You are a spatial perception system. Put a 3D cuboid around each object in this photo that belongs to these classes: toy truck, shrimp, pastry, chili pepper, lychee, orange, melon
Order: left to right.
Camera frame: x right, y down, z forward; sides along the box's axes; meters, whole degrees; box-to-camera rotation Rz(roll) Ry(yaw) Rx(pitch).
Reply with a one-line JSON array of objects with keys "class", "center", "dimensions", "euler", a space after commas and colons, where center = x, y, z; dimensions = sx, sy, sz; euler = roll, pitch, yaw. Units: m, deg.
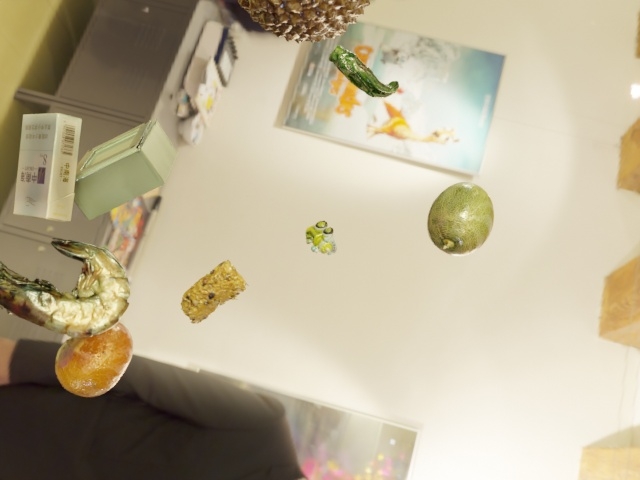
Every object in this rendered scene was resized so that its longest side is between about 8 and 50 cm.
[{"class": "shrimp", "center": [-0.630, 0.091, 1.469], "dimensions": [0.071, 0.364, 0.233], "euler": [123, -10, -65]}, {"class": "orange", "center": [-0.621, 0.313, 1.693], "dimensions": [0.224, 0.170, 0.224], "euler": [-31, -143, 27]}, {"class": "pastry", "center": [-0.208, 0.099, 1.181], "dimensions": [0.080, 0.140, 0.056], "euler": [50, 11, -34]}, {"class": "lychee", "center": [-0.034, -0.450, 0.971], "dimensions": [0.267, 0.267, 0.268], "euler": [15, 90, -86]}, {"class": "toy truck", "center": [0.000, 0.000, 1.742], "dimensions": [0.111, 0.076, 0.076], "euler": [-130, -157, -53]}, {"class": "chili pepper", "center": [0.101, -0.370, 1.387], "dimensions": [0.050, 0.182, 0.073], "euler": [-47, -155, 32]}, {"class": "melon", "center": [0.295, -0.043, 1.311], "dimensions": [0.192, 0.139, 0.139], "euler": [-56, 164, -39]}]

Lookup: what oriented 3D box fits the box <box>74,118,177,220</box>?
[{"class": "box", "center": [-0.510, -0.191, 1.601], "dimensions": [0.225, 0.224, 0.118], "euler": [-97, 161, -61]}]

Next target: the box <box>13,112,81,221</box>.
[{"class": "box", "center": [-0.640, -0.171, 1.447], "dimensions": [0.067, 0.155, 0.243], "euler": [5, 93, -52]}]
